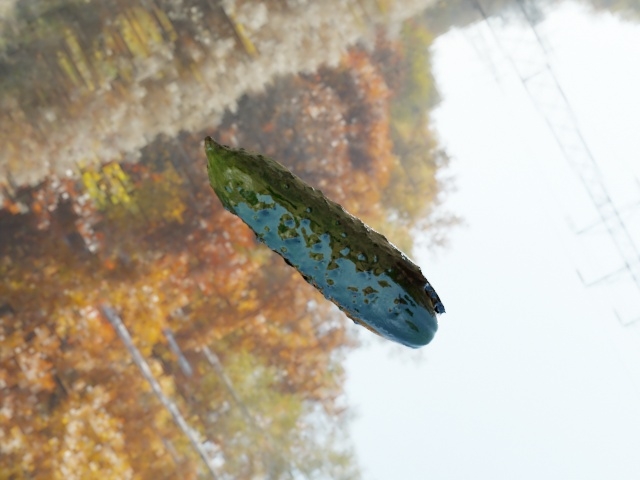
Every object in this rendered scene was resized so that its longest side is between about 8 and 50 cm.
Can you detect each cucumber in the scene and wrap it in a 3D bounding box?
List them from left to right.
[{"bbox_3d":[0.000,0.000,0.861,0.069,0.227,0.069,-50,-171,11],"label":"cucumber"}]
